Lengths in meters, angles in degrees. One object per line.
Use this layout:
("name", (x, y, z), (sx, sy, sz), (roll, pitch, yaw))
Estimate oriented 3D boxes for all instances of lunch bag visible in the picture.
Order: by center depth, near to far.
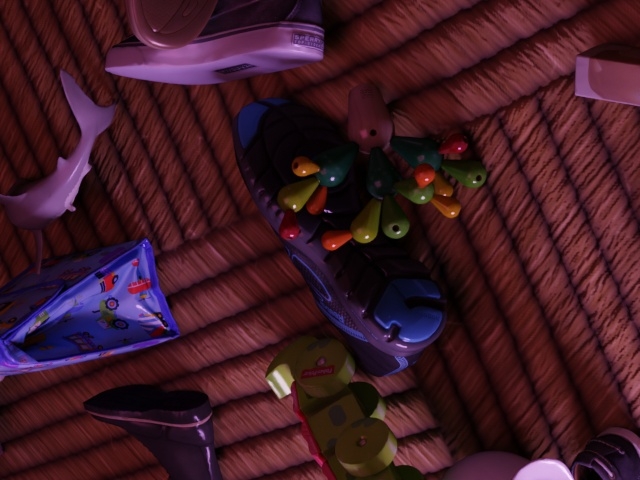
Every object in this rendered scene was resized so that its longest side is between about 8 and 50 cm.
("lunch bag", (-0.362, 0.116, 2.037), (0.221, 0.293, 0.138), (-10, 101, 41))

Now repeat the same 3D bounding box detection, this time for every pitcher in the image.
("pitcher", (0.211, 0.304, 1.724), (0.178, 0.125, 0.207), (58, 159, -6))

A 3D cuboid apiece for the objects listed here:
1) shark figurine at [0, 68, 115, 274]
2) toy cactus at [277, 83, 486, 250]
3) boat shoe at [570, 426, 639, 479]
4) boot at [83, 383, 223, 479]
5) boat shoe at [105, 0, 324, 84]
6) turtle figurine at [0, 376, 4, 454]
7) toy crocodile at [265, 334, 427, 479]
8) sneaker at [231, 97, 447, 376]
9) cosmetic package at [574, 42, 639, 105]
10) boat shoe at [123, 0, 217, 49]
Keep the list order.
("shark figurine", (-0.352, -0.075, 2.033), (0.278, 0.116, 0.166), (-42, 38, 47))
("toy cactus", (0.055, -0.085, 1.713), (0.219, 0.112, 0.181), (-14, 59, 6))
("boat shoe", (0.304, 0.313, 1.708), (0.084, 0.079, 0.233), (-1, 108, 38))
("boot", (-0.214, 0.263, 2.128), (0.197, 0.077, 0.137), (4, 115, 40))
("boat shoe", (-0.119, -0.235, 1.825), (0.301, 0.108, 0.102), (-4, 81, 43))
("turtle figurine", (-0.548, 0.232, 2.283), (0.274, 0.198, 0.266), (21, 108, -15))
("toy crocodile", (0.030, 0.218, 1.802), (0.115, 0.105, 0.340), (55, -176, -42))
("sneaker", (0.000, 0.000, 1.805), (0.341, 0.125, 0.140), (58, 154, 18))
("cosmetic package", (0.299, -0.151, 1.536), (0.115, 0.060, 0.041), (13, 115, 34))
("boat shoe", (-0.171, -0.365, 1.776), (0.110, 0.121, 0.341), (-8, 76, 54))
